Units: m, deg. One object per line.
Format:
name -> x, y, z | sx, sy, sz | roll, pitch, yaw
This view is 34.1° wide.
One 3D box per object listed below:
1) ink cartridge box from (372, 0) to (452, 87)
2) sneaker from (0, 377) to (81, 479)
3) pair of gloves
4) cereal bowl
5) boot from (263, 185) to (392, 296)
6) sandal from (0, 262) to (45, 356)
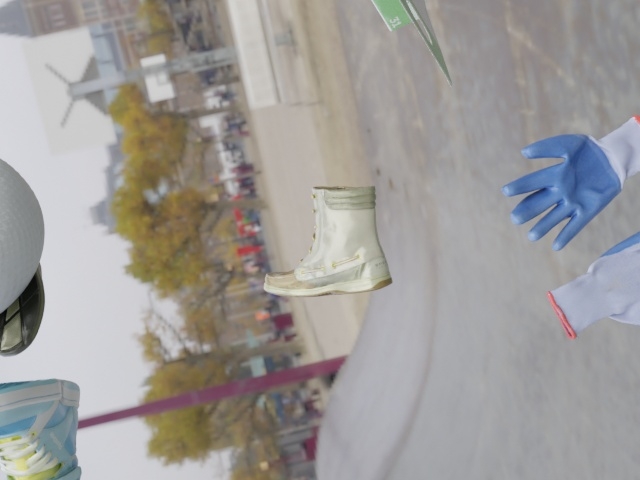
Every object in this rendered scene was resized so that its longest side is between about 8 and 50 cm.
ink cartridge box -> 0.068, -0.287, 1.128 | 0.171, 0.056, 0.235 | 45, -151, -51
sneaker -> -0.400, 0.297, 1.432 | 0.319, 0.127, 0.208 | 55, -151, -79
pair of gloves -> 0.251, -0.007, 0.909 | 0.198, 0.159, 0.023 | 64, 166, -2
cereal bowl -> -0.640, -0.020, 1.729 | 0.141, 0.339, 0.339 | 78, 177, -65
boot -> 0.000, 0.000, 1.583 | 0.077, 0.213, 0.165 | -19, -79, -60
sandal -> -0.527, 0.075, 1.819 | 0.086, 0.120, 0.303 | 61, -171, -48
